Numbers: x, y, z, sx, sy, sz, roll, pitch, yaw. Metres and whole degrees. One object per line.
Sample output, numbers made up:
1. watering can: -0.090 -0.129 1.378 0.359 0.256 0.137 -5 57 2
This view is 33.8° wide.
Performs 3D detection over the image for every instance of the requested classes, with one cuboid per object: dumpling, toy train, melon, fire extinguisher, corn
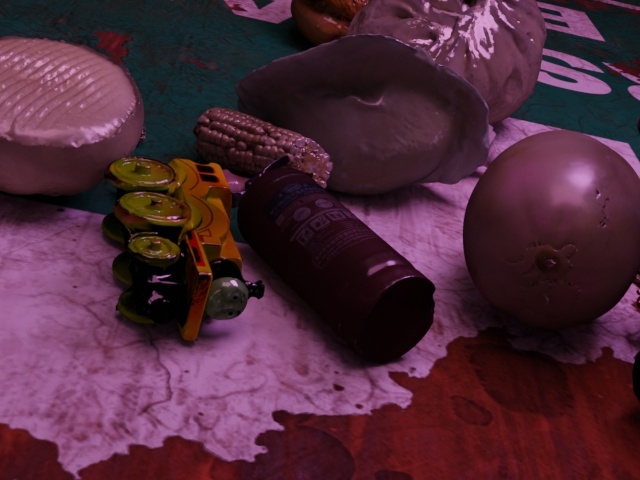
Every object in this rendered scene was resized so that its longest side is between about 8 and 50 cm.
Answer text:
1. dumpling: 0.068 -0.164 1.506 0.321 0.211 0.270 -12 -2 -20
2. toy train: -0.160 0.000 1.184 0.161 0.100 0.296 5 29 -20
3. melon: 0.290 -0.016 1.294 0.223 0.223 0.317 19 26 9
4. fire extinguisher: 0.000 0.000 1.238 0.136 0.114 0.337 -22 42 -26
5. corn: -0.084 -0.127 1.442 0.211 0.087 0.087 19 26 34

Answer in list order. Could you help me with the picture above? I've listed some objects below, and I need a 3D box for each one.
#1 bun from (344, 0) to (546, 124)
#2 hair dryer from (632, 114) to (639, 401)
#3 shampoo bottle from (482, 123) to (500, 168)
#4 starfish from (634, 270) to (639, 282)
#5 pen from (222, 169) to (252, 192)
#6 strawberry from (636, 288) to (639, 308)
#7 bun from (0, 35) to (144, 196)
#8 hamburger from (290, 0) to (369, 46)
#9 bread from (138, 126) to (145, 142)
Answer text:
1. bun: 0.226 -0.354 1.814 0.360 0.211 0.359 6 56 -9
2. hair dryer: 0.384 0.007 1.170 0.284 0.156 0.320 38 42 -34
3. shampoo bottle: 0.169 -0.200 1.662 0.303 0.092 0.092 37 29 -1
4. starfish: 0.436 0.037 1.473 0.091 0.028 0.078 15 33 -4
5. pen: -0.162 -0.071 1.390 0.197 0.032 0.053 -5 31 -28
6. strawberry: 0.506 0.124 1.284 0.228 0.098 0.174 -2 47 10
7. bun: -0.358 -0.145 1.313 0.288 0.146 0.287 11 31 -7
8. hamburger: 0.088 -0.462 2.085 0.290 0.170 0.314 7 32 -7
9. bread: -0.295 -0.162 1.492 0.083 0.035 0.070 -3 31 -24
